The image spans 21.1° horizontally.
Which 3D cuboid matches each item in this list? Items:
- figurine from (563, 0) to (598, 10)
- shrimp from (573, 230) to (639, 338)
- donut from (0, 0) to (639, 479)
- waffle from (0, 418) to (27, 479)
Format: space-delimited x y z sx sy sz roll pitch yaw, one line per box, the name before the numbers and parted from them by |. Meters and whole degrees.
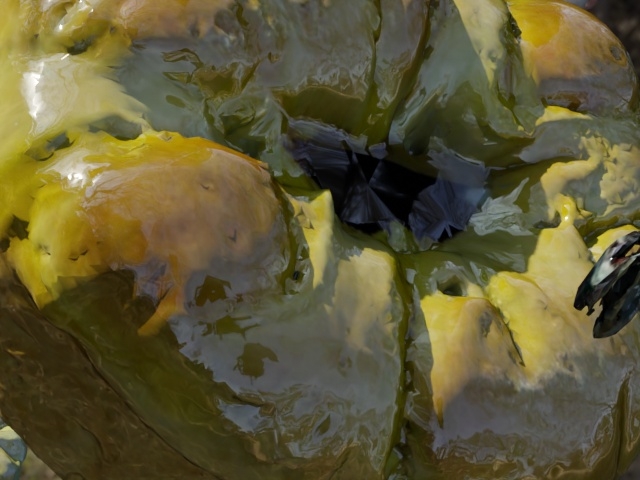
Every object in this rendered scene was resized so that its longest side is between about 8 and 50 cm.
figurine | 0.061 -0.158 0.887 0.193 0.154 0.421 37 18 16
shrimp | 0.107 0.033 0.311 0.082 0.076 0.174 -4 32 -29
donut | 0.000 0.000 0.545 0.261 0.128 0.208 15 56 -33
waffle | -0.350 0.148 1.482 0.056 0.309 0.291 65 34 -32
